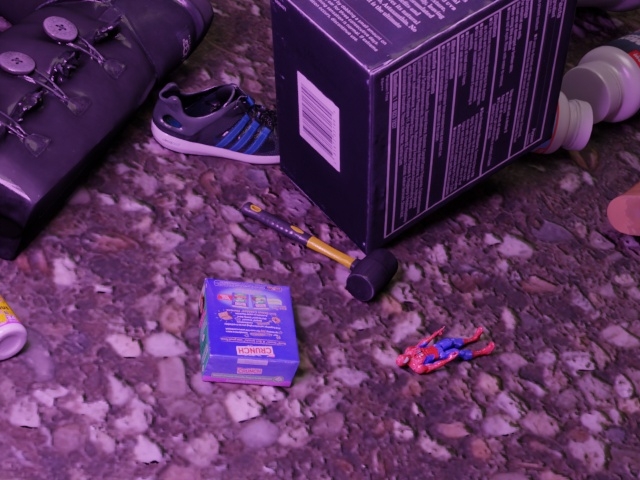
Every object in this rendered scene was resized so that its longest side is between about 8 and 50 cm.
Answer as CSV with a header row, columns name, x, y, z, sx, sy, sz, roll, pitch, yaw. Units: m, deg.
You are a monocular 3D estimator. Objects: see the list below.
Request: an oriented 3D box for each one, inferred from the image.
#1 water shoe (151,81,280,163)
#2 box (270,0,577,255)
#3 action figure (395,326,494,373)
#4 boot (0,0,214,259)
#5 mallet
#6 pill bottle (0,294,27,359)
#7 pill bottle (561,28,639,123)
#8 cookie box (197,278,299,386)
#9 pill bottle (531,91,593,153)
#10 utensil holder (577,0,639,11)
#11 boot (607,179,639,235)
name,x,y,z,sx,sy,sz,roll,pitch,yaw
water shoe,-0.095,-0.141,1.512,0.203,0.080,0.073,0,43,-19
box,0.112,-0.192,1.423,0.294,0.296,0.183,-31,58,-22
action figure,0.127,0.115,1.343,0.115,0.030,0.038,-13,53,-28
boot,-0.375,-0.202,1.455,0.367,0.146,0.445,20,46,12
mallet,0.000,0.000,1.425,0.189,0.039,0.062,33,43,24
pill bottle,-0.316,0.072,1.219,0.043,0.043,0.083,-19,52,-36
pill bottle,0.415,-0.222,1.768,0.180,0.108,0.108,-27,56,-39
cookie box,-0.074,0.092,1.285,0.092,0.040,0.107,6,41,-13
pill bottle,0.264,-0.158,1.656,0.160,0.087,0.087,7,41,-12
utensil holder,0.294,-0.502,1.878,0.385,0.328,0.327,-3,44,-21
boot,0.515,-0.046,1.539,0.295,0.104,0.211,12,25,44
